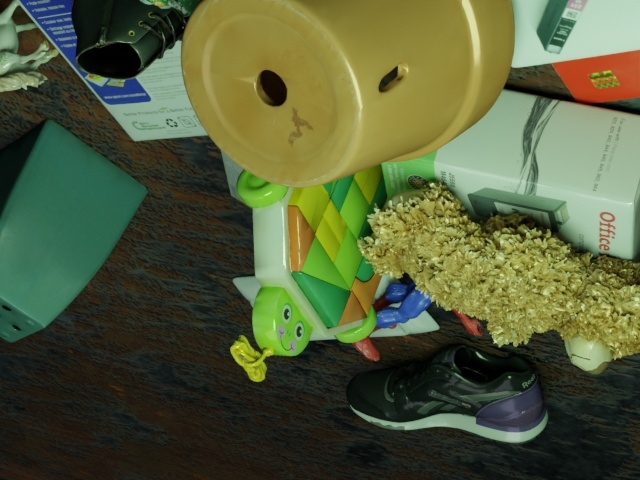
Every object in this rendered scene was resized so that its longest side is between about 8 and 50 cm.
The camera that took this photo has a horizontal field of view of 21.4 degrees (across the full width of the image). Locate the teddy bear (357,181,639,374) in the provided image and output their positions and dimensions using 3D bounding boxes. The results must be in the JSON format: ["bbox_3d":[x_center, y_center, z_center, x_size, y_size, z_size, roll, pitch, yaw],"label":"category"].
[{"bbox_3d":[0.195,0.048,1.758,0.338,0.113,0.245,28,151,-13],"label":"teddy bear"}]

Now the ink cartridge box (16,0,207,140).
[{"bbox_3d":[-0.229,-0.250,1.857,0.176,0.069,0.371,-2,144,35],"label":"ink cartridge box"}]

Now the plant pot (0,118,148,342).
[{"bbox_3d":[-0.369,0.002,2.182,0.166,0.234,0.165,36,147,-22],"label":"plant pot"}]

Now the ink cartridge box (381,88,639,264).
[{"bbox_3d":[0.216,-0.058,1.803,0.273,0.115,0.198,13,152,17],"label":"ink cartridge box"}]

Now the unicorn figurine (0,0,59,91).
[{"bbox_3d":[-0.359,-0.232,1.948,0.111,0.162,0.060,-20,129,14],"label":"unicorn figurine"}]

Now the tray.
[{"bbox_3d":[0.014,0.094,2.271,0.270,0.030,0.145,-6,138,40],"label":"tray"}]

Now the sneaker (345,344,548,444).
[{"bbox_3d":[0.164,0.184,2.270,0.283,0.107,0.124,3,130,24],"label":"sneaker"}]

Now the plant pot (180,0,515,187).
[{"bbox_3d":[0.007,-0.182,1.572,0.291,0.203,0.291,19,127,27],"label":"plant pot"}]

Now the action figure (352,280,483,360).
[{"bbox_3d":[0.161,0.075,2.064,0.139,0.091,0.280,33,142,-7],"label":"action figure"}]

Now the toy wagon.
[{"bbox_3d":[0.000,0.000,1.818,0.068,0.344,0.267,1,143,30],"label":"toy wagon"}]

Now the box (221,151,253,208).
[{"bbox_3d":[-0.034,-0.054,2.008,0.179,0.043,0.105,34,155,24],"label":"box"}]

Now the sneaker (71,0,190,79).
[{"bbox_3d":[-0.144,-0.228,1.718,0.222,0.118,0.083,-15,134,8],"label":"sneaker"}]

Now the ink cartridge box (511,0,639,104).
[{"bbox_3d":[0.299,-0.201,1.586,0.275,0.060,0.239,-5,139,39],"label":"ink cartridge box"}]

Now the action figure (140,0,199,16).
[{"bbox_3d":[-0.211,-0.277,1.653,0.232,0.063,0.137,27,161,18],"label":"action figure"}]
